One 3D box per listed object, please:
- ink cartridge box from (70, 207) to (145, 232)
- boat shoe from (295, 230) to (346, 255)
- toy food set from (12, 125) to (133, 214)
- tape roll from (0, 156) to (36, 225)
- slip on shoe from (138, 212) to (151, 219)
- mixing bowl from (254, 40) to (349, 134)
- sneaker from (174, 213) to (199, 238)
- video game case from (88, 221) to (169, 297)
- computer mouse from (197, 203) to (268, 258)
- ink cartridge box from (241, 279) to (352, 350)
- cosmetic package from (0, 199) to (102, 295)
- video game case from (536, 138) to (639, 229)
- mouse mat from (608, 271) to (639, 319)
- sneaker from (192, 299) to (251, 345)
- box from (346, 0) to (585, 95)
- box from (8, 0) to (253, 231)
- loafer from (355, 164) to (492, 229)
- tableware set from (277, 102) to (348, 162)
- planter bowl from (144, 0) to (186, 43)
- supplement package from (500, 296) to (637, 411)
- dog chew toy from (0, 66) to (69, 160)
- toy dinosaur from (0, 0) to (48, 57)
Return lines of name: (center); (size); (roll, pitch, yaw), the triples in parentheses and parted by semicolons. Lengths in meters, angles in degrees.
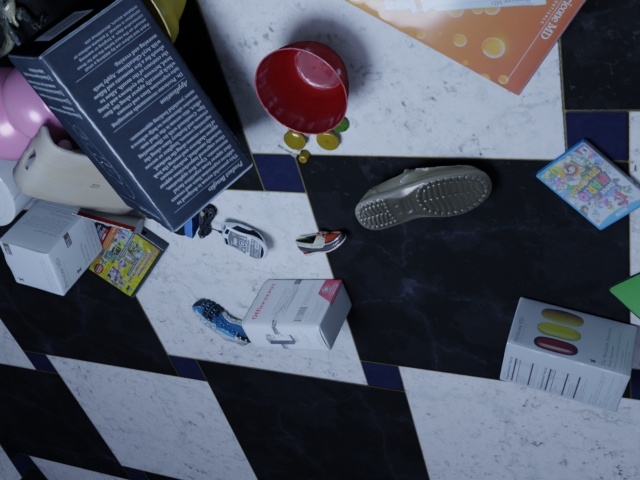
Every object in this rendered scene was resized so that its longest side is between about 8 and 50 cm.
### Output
ink cartridge box: (-0.506, -0.057, 1.925); (0.145, 0.045, 0.179); (16, 175, -4)
boat shoe: (0.000, 0.000, 1.803); (0.137, 0.049, 0.043); (-15, 121, 44)
toy food set: (-0.505, -0.161, 1.802); (0.306, 0.092, 0.220); (12, 150, -35)
tape roll: (-0.805, -0.180, 1.973); (0.246, 0.169, 0.246); (16, 137, 15)
slip on shoe: (-0.405, -0.068, 1.917); (0.041, 0.051, 0.135); (65, 166, 8)
mixing bowl: (-0.019, -0.295, 1.476); (0.181, 0.098, 0.181); (16, 137, 16)
sneaker: (-0.329, -0.093, 1.863); (0.090, 0.081, 0.232); (16, 139, 4)
video game case: (-0.553, 0.014, 2.130); (0.248, 0.035, 0.275); (35, 138, -7)
computer mouse: (-0.202, -0.015, 1.904); (0.193, 0.042, 0.106); (25, 134, 13)
ink cartridge box: (-0.056, 0.176, 1.923); (0.218, 0.158, 0.092); (0, 132, 29)
cosmetic package: (-0.675, 0.012, 2.029); (0.151, 0.183, 0.151); (13, 136, 17)
video game case: (0.492, -0.099, 1.454); (0.166, 0.015, 0.119); (37, 138, -10)
mouse mat: (0.682, 0.122, 1.577); (0.190, 0.007, 0.152); (39, 138, -13)
sneaker: (-0.267, 0.232, 2.167); (0.191, 0.071, 0.083); (33, 144, -5)
box: (0.210, -0.410, 1.181); (0.345, 0.168, 0.215); (28, 139, 0)
box: (-0.364, -0.249, 1.543); (0.293, 0.212, 0.395); (23, 150, 56)
loafer: (0.197, -0.099, 1.565); (0.268, 0.092, 0.102); (-11, 128, 17)
tableware set: (-0.012, -0.212, 1.616); (0.104, 0.024, 0.154); (32, 138, -8)
planter bowl: (-0.308, -0.455, 1.455); (0.217, 0.090, 0.217); (44, 164, 16)
supplement package: (0.515, 0.237, 1.683); (0.244, 0.139, 0.134); (14, 138, 16)
dog chew toy: (-0.613, -0.296, 1.738); (0.332, 0.206, 0.206); (-14, 124, 29)
toy dinosaur: (-0.641, -0.454, 1.694); (0.118, 0.064, 0.268); (34, 141, 5)
